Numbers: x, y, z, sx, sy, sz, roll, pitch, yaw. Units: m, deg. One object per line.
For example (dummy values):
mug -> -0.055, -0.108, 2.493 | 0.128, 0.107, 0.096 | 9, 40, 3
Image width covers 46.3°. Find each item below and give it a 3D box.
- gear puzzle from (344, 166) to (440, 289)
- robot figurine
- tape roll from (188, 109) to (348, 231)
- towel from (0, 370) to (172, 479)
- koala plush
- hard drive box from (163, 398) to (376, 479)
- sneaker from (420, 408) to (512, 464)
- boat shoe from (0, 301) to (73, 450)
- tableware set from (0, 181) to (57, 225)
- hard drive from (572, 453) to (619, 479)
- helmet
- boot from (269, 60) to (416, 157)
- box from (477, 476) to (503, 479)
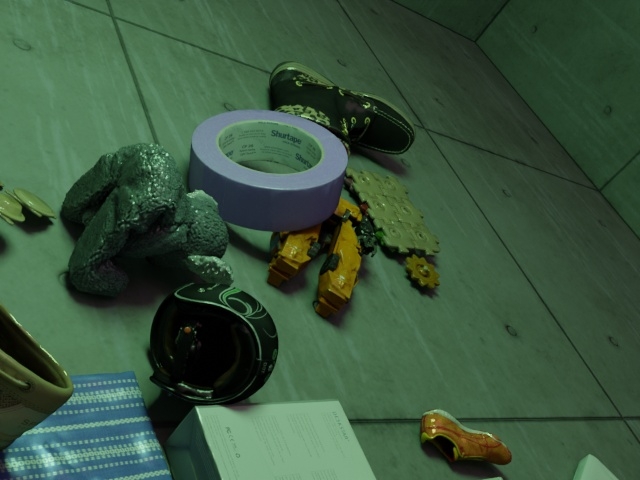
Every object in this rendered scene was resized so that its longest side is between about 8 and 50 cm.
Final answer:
gear puzzle -> 0.169, -0.022, 1.621 | 0.175, 0.044, 0.339 | 6, 44, -38
robot figurine -> 0.000, 0.000, 1.361 | 0.211, 0.085, 0.291 | 34, 31, -10
tape roll -> -0.093, -0.130, 1.328 | 0.274, 0.090, 0.275 | 8, 36, -6
towel -> -0.245, 0.276, 0.767 | 0.243, 0.040, 0.336 | 6, 43, -44
koala plush -> -0.218, -0.020, 1.070 | 0.221, 0.203, 0.196 | 28, 30, -41
hard drive box -> -0.048, 0.294, 0.908 | 0.232, 0.089, 0.181 | 8, 42, -41
sneaker -> 0.231, 0.333, 1.208 | 0.175, 0.064, 0.067 | 25, 53, -14
boat shoe -> -0.372, 0.040, 0.716 | 0.341, 0.110, 0.121 | 54, 5, -11
tableware set -> -0.429, -0.069, 0.990 | 0.141, 0.020, 0.169 | 38, 3, -2
hard drive -> 0.493, 0.514, 1.254 | 0.203, 0.040, 0.307 | 45, 31, 10
helmet -> -0.138, 0.131, 0.956 | 0.169, 0.169, 0.161 | 37, -1, -3
boot -> 0.046, -0.250, 1.694 | 0.377, 0.138, 0.284 | 27, 31, -14
box -> 0.173, 0.412, 0.854 | 0.127, 0.148, 0.232 | -35, 101, -58
